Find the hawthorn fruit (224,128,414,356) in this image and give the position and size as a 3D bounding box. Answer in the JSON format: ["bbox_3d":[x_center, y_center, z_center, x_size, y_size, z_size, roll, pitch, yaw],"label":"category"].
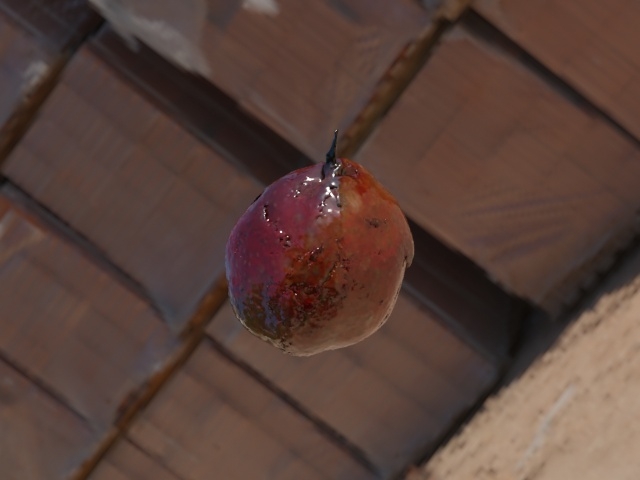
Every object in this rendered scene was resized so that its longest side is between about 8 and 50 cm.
[{"bbox_3d":[0.000,0.000,1.431,0.181,0.181,0.235,-58,-17,-49],"label":"hawthorn fruit"}]
